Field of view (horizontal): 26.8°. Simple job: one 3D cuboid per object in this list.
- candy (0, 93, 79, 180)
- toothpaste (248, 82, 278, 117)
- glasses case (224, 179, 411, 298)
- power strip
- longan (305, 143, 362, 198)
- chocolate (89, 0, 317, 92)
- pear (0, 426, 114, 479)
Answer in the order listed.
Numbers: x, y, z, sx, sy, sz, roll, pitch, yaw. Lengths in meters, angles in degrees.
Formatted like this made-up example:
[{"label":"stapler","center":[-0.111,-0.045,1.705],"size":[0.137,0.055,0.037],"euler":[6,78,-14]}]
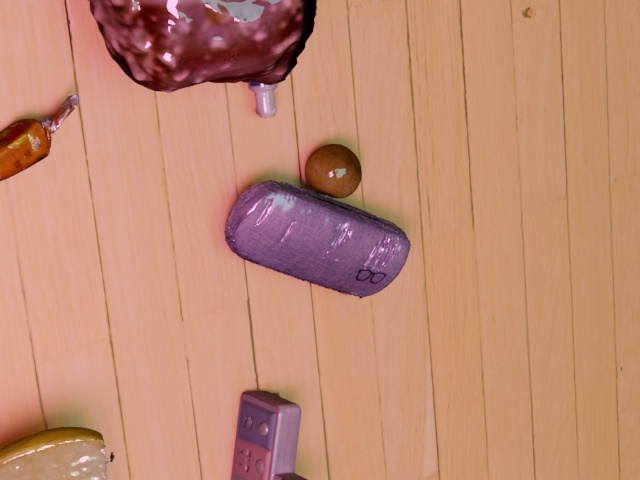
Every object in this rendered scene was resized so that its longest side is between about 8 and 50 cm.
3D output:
[{"label":"candy","center":[-0.328,-0.096,1.443],"size":[0.182,0.053,0.046],"euler":[-42,123,-27]},{"label":"toothpaste","center":[-0.079,-0.256,1.623],"size":[0.062,0.037,0.216],"euler":[-14,103,-35]},{"label":"glasses case","center":[0.000,0.000,1.707],"size":[0.282,0.067,0.109],"euler":[19,112,-41]},{"label":"power strip","center":[-0.053,0.309,1.688],"size":[0.061,0.145,0.216],"euler":[1,99,-38]},{"label":"longan","center":[0.014,-0.082,1.714],"size":[0.075,0.075,0.083],"euler":[24,102,-39]},{"label":"chocolate","center":[-0.154,-0.311,1.438],"size":[0.210,0.225,0.340],"euler":[-19,107,-27]},{"label":"pear","center":[-0.342,0.338,1.478],"size":[0.239,0.139,0.288],"euler":[-13,112,-21]}]
